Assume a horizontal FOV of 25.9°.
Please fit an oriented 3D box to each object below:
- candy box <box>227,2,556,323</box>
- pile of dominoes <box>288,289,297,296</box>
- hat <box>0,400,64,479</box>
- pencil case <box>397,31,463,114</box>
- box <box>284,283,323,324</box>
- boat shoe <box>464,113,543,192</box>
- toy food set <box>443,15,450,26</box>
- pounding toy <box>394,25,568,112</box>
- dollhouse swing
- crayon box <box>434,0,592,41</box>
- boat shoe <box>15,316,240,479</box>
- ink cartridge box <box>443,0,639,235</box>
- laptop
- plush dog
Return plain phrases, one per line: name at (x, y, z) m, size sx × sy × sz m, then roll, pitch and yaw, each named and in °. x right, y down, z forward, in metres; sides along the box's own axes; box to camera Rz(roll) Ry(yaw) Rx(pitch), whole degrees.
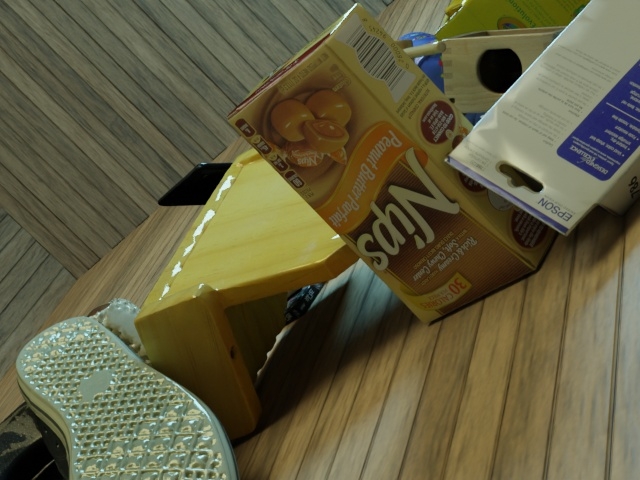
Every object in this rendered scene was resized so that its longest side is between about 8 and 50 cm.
candy box at (0.076, -0.073, 1.452) m, size 0.183 × 0.316 × 0.087 m, roll -32°, pitch 16°, yaw 48°
pile of dominoes at (0.000, 0.000, 2.101) m, size 0.251 × 0.040 × 0.196 m, roll -42°, pitch 8°, yaw 2°
hat at (-0.325, 0.336, 1.814) m, size 0.331 × 0.134 × 0.331 m, roll -18°, pitch 38°, yaw 14°
pencil case at (0.185, -0.270, 2.275) m, size 0.119 × 0.133 × 0.306 m, roll -5°, pitch 12°, yaw -4°
box at (-0.040, 0.094, 2.019) m, size 0.083 × 0.018 × 0.067 m, roll -33°, pitch 16°, yaw 45°
boat shoe at (0.198, -0.099, 1.588) m, size 0.158 × 0.127 × 0.340 m, roll -58°, pitch 15°, yaw -23°
toy food set at (0.302, -0.394, 2.373) m, size 0.128 × 0.071 × 0.218 m, roll -3°, pitch -36°, yaw -46°
pounding toy at (0.169, -0.178, 1.516) m, size 0.206 × 0.094 × 0.181 m, roll 0°, pitch 12°, yaw 27°
dollhouse swing at (-0.011, 0.051, 1.750) m, size 0.305 × 0.315 × 0.347 m, roll -2°, pitch 37°, yaw 24°
crayon box at (0.302, -0.295, 1.737) m, size 0.318 × 0.202 × 0.081 m, roll -46°, pitch 11°, yaw -7°
boat shoe at (-0.213, 0.254, 1.605) m, size 0.187 × 0.156 × 0.500 m, roll -31°, pitch 33°, yaw -16°
ink cartridge box at (0.291, -0.144, 1.373) m, size 0.332 × 0.065 × 0.165 m, roll -45°, pitch 55°, yaw -11°
laptop at (-0.075, -0.210, 2.577) m, size 0.408 × 0.236 × 0.382 m, roll -2°, pitch -8°, yaw -17°
plush dog at (-0.223, 0.187, 2.047) m, size 0.262 × 0.210 × 0.225 m, roll -20°, pitch -16°, yaw -26°
